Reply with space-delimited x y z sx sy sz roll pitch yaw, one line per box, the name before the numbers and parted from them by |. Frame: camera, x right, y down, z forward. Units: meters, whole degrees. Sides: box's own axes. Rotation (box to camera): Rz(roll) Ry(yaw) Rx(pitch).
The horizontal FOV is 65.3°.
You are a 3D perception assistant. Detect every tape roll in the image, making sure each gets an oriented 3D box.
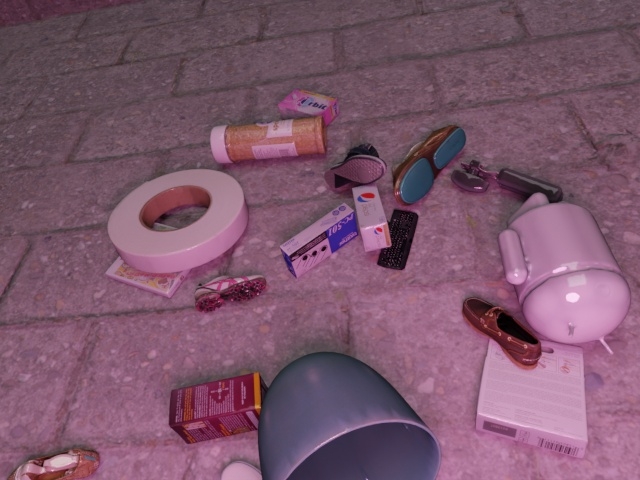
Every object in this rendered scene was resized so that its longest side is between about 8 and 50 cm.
tape roll | -0.401 -0.068 1.421 0.392 0.072 0.392 -5 43 5

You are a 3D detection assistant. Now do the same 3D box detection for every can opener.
can opener | 0.492 -0.147 1.325 0.280 0.074 0.093 23 93 31

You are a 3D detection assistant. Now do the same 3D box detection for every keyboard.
keyboard | 0.188 -0.013 1.289 0.100 0.038 0.192 7 51 19

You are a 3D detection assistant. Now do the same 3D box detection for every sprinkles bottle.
sprinkles bottle | -0.161 -0.317 1.576 0.355 0.121 0.121 -3 49 9

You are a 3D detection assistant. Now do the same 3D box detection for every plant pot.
plant pot | 0.023 0.337 0.873 0.293 0.293 0.235 -24 34 -8

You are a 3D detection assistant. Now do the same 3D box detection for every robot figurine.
robot figurine | 0.504 0.063 1.042 0.300 0.200 0.353 13 47 -14

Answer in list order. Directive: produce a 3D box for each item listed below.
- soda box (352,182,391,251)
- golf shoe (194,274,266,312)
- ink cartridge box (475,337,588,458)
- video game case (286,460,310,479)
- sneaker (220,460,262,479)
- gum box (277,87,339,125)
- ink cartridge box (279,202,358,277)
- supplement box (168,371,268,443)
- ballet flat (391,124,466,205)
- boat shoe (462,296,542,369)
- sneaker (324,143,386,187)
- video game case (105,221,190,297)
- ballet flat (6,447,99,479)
soda box | 0.130 -0.065 1.286 0.069 0.074 0.216 -12 33 6
golf shoe | -0.229 0.113 1.257 0.186 0.067 0.086 -16 47 -1
ink cartridge box | 0.415 0.291 0.981 0.189 0.066 0.232 9 32 20
video game case | -0.045 0.458 0.916 0.011 0.087 0.122 -51 44 25
sneaker | -0.103 0.495 0.883 0.094 0.091 0.258 -35 51 -17
gum box | -0.044 -0.449 1.701 0.188 0.062 0.107 23 58 29
ink cartridge box | 0.000 0.000 1.281 0.207 0.097 0.046 -34 51 -17
supplement box | -0.201 0.345 1.026 0.188 0.104 0.081 -12 48 3
ballet flat | 0.277 -0.214 1.406 0.124 0.116 0.342 11 50 47
boat shoe | 0.378 0.175 1.044 0.073 0.073 0.207 -24 38 -19
sneaker | 0.133 -0.221 1.400 0.163 0.086 0.226 -36 20 -32
video game case | -0.452 0.045 1.395 0.227 0.026 0.206 14 55 23
ballet flat | -0.564 0.469 1.029 0.206 0.067 0.073 -17 49 -1
